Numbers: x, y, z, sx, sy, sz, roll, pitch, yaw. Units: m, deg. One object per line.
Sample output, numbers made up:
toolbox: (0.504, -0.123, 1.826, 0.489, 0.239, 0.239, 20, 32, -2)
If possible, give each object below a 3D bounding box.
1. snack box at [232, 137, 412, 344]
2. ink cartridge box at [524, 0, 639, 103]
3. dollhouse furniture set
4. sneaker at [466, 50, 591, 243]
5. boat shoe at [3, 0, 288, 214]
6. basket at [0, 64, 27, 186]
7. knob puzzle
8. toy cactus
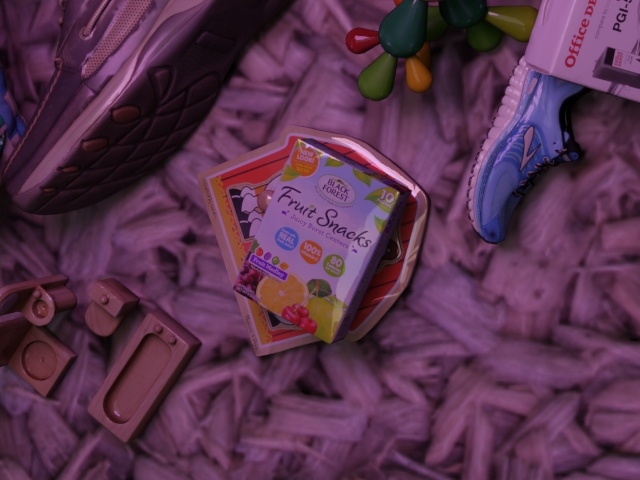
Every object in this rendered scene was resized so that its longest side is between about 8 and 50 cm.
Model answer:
snack box: (0.000, 0.000, 1.249, 0.100, 0.037, 0.141, 28, 104, 15)
ink cartridge box: (0.234, -0.155, 1.132, 0.135, 0.056, 0.099, 13, 102, -16)
dollhouse furniture set: (-0.222, 0.106, 1.332, 0.151, 0.123, 0.144, 38, 107, 14)
sneaker: (0.167, -0.069, 1.199, 0.073, 0.063, 0.162, 24, 103, 14)
boat shoe: (-0.152, -0.173, 1.292, 0.355, 0.132, 0.130, -47, 67, 11)
basket: (-0.397, -0.091, 1.263, 0.201, 0.289, 0.255, 22, 141, 37)
knob puzzle: (0.000, -0.006, 1.286, 0.213, 0.030, 0.213, 2, 95, 21)
toy cactus: (0.100, -0.200, 1.159, 0.219, 0.180, 0.112, -29, 64, 16)
